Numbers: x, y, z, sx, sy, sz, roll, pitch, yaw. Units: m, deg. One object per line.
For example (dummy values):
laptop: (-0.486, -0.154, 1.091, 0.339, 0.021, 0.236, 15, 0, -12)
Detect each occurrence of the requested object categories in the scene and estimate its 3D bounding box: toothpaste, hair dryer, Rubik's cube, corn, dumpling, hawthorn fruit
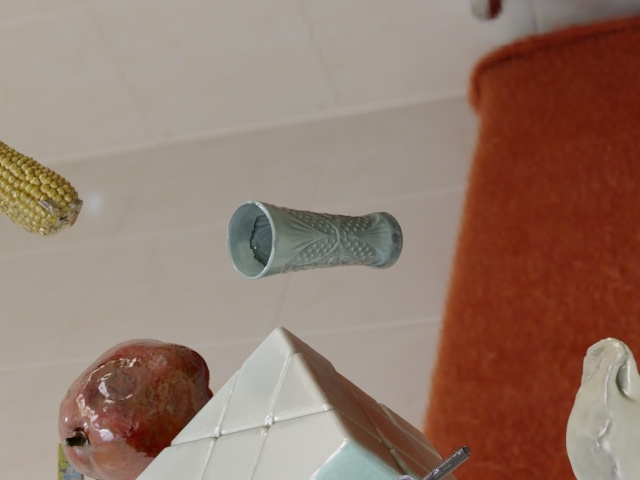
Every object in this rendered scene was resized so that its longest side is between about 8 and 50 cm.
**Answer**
toothpaste: (-0.419, 0.423, 2.374, 0.193, 0.044, 0.070, -100, 11, -45)
hair dryer: (0.108, 0.222, 1.333, 0.026, 0.083, 0.047, 48, 178, 39)
Rubik's cube: (-0.009, 0.363, 1.825, 0.316, 0.322, 0.319, 38, -174, -28)
corn: (-0.493, -0.103, 2.105, 0.106, 0.293, 0.106, -60, -2, -3)
dumpling: (0.372, 0.247, 1.761, 0.193, 0.147, 0.258, -170, 71, -81)
hawthorn fruit: (-0.274, 0.251, 2.029, 0.261, 0.224, 0.224, -15, -82, -41)

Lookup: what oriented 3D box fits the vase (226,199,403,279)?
vase: (0.000, 0.000, 1.751, 0.219, 0.096, 0.096, 0, -99, -39)
